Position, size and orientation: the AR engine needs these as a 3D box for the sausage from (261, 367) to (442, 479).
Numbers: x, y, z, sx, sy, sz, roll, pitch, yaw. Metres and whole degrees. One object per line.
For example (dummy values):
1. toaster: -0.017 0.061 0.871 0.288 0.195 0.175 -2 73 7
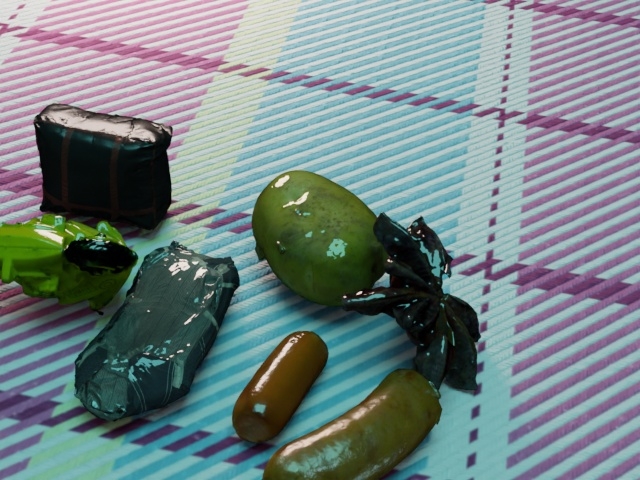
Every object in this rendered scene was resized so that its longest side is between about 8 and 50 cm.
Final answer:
1. sausage: 0.043 0.262 1.333 0.270 0.109 0.109 -27 51 -32

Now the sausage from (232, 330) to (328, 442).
1. sausage: -0.052 0.192 1.416 0.076 0.076 0.197 21 42 16

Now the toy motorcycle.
1. toy motorcycle: -0.411 0.023 1.492 0.342 0.206 0.142 2 70 10

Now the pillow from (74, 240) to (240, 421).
1. pillow: -0.223 0.119 1.461 0.161 0.092 0.335 9 42 12

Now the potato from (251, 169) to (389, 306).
1. potato: -0.002 0.000 1.579 0.228 0.148 0.197 28 33 20

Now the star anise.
1. star anise: 0.141 0.092 1.477 0.282 0.129 0.212 54 26 -4

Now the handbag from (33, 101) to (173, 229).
1. handbag: -0.341 -0.113 1.651 0.215 0.169 0.155 11 26 7
